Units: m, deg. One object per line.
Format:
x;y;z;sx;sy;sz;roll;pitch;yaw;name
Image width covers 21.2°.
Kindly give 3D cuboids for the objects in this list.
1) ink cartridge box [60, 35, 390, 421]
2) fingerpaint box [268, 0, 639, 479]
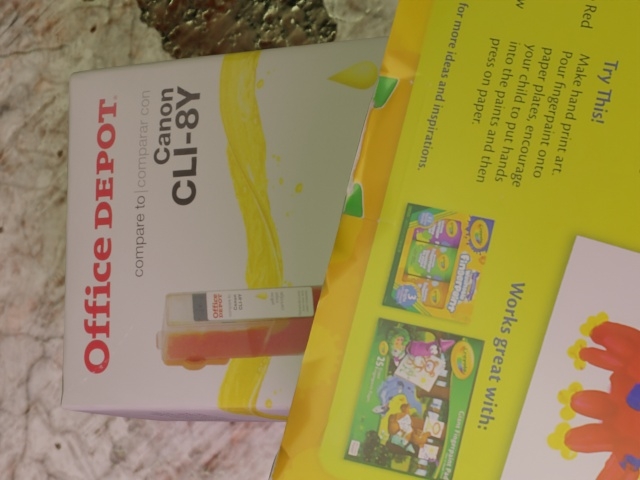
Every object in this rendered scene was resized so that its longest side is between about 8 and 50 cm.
0.000;0.000;1.323;0.384;0.160;0.279;-3;81;24;ink cartridge box
0.208;-0.002;1.072;0.371;0.163;0.445;12;79;12;fingerpaint box
